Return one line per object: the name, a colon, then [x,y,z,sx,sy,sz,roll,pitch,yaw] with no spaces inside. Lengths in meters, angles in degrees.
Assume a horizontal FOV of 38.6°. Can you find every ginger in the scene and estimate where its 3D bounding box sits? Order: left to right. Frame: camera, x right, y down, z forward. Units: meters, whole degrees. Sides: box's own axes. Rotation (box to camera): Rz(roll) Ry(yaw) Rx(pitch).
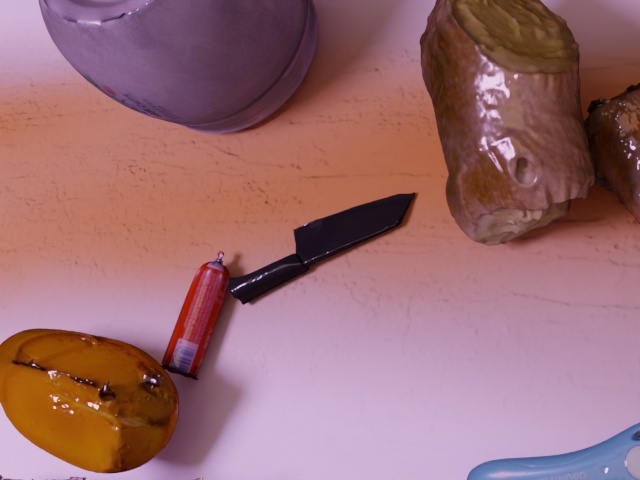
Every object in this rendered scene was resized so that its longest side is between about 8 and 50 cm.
ginger: [0.166,-0.117,0.871,0.130,0.221,0.276,-3,39,-8]

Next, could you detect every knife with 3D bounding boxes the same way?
knife: [0.000,0.000,0.994,0.230,0.028,0.060,-25,51,15]
knife: [0.233,0.201,0.801,0.222,0.031,0.064,-18,70,24]

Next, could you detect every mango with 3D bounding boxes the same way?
mango: [-0.262,0.161,0.989,0.252,0.153,0.126,16,103,36]

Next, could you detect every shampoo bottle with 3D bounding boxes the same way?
shampoo bottle: [-0.153,-0.267,1.016,0.272,0.266,0.273,-8,68,21]

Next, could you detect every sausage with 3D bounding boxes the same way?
sausage: [-0.135,0.080,1.021,0.050,0.048,0.145,-5,65,66]

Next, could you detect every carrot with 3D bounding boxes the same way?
carrot: [0.330,-0.019,0.801,0.102,0.102,0.263,-33,67,13]

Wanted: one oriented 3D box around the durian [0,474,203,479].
durian: [-0.238,0.336,0.951,0.341,0.112,0.191,-11,78,32]
